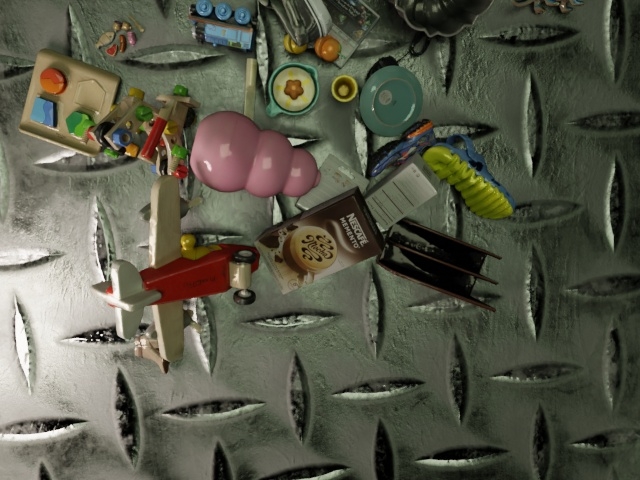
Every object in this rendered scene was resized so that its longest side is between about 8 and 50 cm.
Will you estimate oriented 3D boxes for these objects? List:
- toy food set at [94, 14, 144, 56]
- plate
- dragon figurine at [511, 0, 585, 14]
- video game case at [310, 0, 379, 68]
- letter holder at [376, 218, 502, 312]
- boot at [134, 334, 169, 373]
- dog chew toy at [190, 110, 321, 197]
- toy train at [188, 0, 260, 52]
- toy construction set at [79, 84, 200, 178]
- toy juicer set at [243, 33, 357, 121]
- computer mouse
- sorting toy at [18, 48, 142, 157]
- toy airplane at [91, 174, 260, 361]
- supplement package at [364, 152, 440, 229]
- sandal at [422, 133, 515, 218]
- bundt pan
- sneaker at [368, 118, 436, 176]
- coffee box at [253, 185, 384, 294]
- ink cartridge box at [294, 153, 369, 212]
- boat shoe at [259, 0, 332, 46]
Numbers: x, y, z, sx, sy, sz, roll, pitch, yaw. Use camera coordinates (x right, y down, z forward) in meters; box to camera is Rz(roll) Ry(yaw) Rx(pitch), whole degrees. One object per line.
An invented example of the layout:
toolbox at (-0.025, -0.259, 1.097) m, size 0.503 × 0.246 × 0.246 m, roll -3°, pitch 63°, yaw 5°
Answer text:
toy food set at (-0.526, -0.532, 1.208) m, size 0.122 × 0.019 × 0.078 m, roll -45°, pitch 98°, yaw 2°
plate at (0.198, -0.376, 1.255) m, size 0.188 × 0.024 × 0.188 m, roll -6°, pitch 113°, yaw -14°
dragon figurine at (0.635, -0.701, 1.245) m, size 0.289 × 0.085 × 0.144 m, roll -5°, pitch 97°, yaw -4°
video game case at (0.035, -0.595, 1.244) m, size 0.190 × 0.022 × 0.173 m, roll 38°, pitch 93°, yaw -7°
letter holder at (0.334, 0.060, 1.250) m, size 0.301 × 0.214 × 0.152 m, roll 21°, pitch 95°, yaw -6°
boot at (-0.482, 0.323, 1.311) m, size 0.086 × 0.042 × 0.119 m, roll -2°, pitch 96°, yaw 2°
dog chew toy at (-0.159, -0.205, 1.194) m, size 0.331 × 0.206 × 0.207 m, roll 15°, pitch 96°, yaw -14°
toy train at (-0.253, -0.556, 1.199) m, size 0.184 × 0.080 × 0.105 m, roll 10°, pitch 102°, yaw -6°
toy construction set at (-0.395, -0.296, 1.117) m, size 0.257 × 0.308 × 0.237 m, roll 25°, pitch 83°, yaw -34°
toy juicer set at (-0.081, -0.434, 1.210) m, size 0.328 × 0.089 × 0.209 m, roll -15°, pitch 102°, yaw 3°
computer mouse at (0.215, -0.499, 1.266) m, size 0.242 × 0.041 × 0.071 m, roll -42°, pitch 107°, yaw -5°
sorting toy at (-0.616, -0.345, 1.213) m, size 0.307 × 0.041 × 0.229 m, roll 19°, pitch 95°, yaw -6°
toy airplane at (-0.379, 0.083, 1.167) m, size 0.386 × 0.272 × 0.384 m, roll -52°, pitch 133°, yaw -9°
supplement package at (0.217, -0.131, 1.238) m, size 0.179 × 0.105 × 0.105 m, roll -37°, pitch 101°, yaw 31°
sandal at (0.431, -0.184, 1.281) m, size 0.317 × 0.126 × 0.138 m, roll 40°, pitch 61°, yaw -17°
bundt pan at (0.300, -0.696, 1.157) m, size 0.330 × 0.124 × 0.331 m, roll -9°, pitch 124°, yaw -14°
sneaker at (0.231, -0.241, 1.276) m, size 0.221 × 0.083 × 0.087 m, roll -34°, pitch 111°, yaw 5°
coffee box at (0.000, 0.000, 1.219) m, size 0.297 × 0.119 × 0.168 m, roll -25°, pitch 103°, yaw 17°
ink cartridge box at (0.033, -0.132, 1.301) m, size 0.145 × 0.045 × 0.179 m, roll 34°, pitch 75°, yaw -7°
boat shoe at (-0.105, -0.638, 1.148) m, size 0.119 × 0.121 × 0.335 m, roll -34°, pitch 83°, yaw -9°
